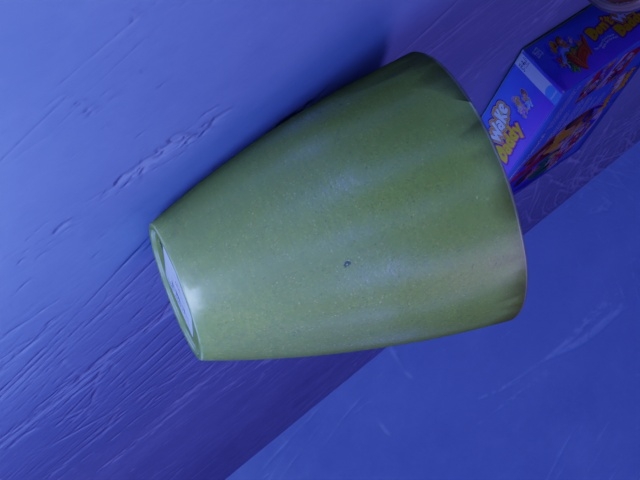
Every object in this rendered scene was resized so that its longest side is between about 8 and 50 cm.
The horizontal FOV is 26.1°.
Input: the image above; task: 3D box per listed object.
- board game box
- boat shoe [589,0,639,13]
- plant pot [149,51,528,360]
[{"bbox_3d":[0.321,-0.187,1.899,0.233,0.078,0.347,-34,165,-27],"label":"board game box"},{"bbox_3d":[0.417,-0.373,1.487,0.324,0.123,0.116,-43,165,3],"label":"boat shoe"},{"bbox_3d":[0.000,0.000,1.298,0.294,0.274,0.275,-21,162,-13],"label":"plant pot"}]
